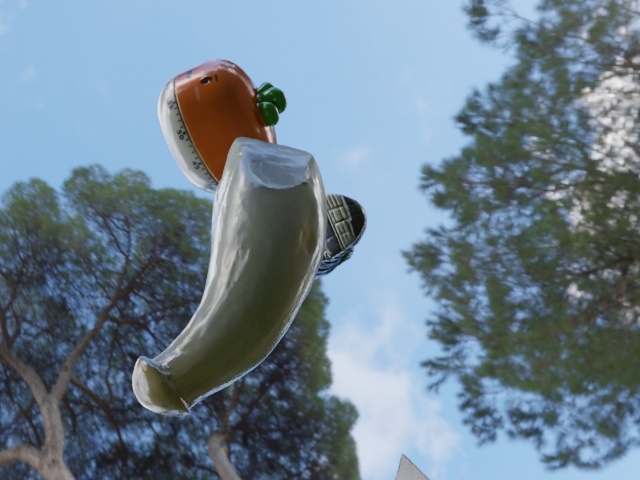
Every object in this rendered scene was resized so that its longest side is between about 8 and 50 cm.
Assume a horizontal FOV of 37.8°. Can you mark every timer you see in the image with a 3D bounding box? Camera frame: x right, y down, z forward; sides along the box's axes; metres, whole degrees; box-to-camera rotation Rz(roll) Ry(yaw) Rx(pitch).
[{"bbox_3d":[-0.091,-0.120,0.943,0.136,0.099,0.136,4,-56,7],"label":"timer"}]

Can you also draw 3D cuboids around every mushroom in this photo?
[{"bbox_3d":[-0.065,0.032,0.798,0.103,0.118,0.270,77,-154,-51],"label":"mushroom"}]

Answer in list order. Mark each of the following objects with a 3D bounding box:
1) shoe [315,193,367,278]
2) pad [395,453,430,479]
[{"bbox_3d":[0.000,0.000,1.303,0.106,0.207,0.091,-8,-108,-39],"label":"shoe"},{"bbox_3d":[0.137,0.302,0.902,0.004,0.190,0.127,-33,-31,-30],"label":"pad"}]
